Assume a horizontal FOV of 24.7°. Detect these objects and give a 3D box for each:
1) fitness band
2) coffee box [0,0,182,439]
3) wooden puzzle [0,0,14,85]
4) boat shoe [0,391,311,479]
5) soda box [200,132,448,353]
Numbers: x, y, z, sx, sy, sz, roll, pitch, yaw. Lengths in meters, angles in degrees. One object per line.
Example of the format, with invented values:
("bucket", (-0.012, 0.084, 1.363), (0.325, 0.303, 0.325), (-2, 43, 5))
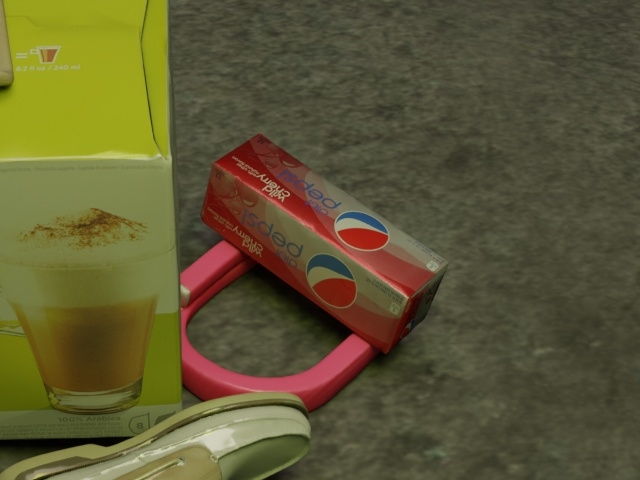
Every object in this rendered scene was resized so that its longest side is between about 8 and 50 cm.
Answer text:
("fitness band", (-0.040, 0.077, 1.563), (0.209, 0.054, 0.291), (31, 43, 19))
("coffee box", (-0.302, -0.046, 1.369), (0.338, 0.334, 0.338), (-1, 41, -5))
("wooden puzzle", (-0.383, -0.194, 1.247), (0.221, 0.044, 0.238), (-9, 43, -10))
("boat shoe", (-0.137, 0.228, 1.318), (0.302, 0.113, 0.103), (-17, 49, -19))
("soda box", (0.000, 0.000, 1.556), (0.263, 0.092, 0.083), (34, 44, 18))
